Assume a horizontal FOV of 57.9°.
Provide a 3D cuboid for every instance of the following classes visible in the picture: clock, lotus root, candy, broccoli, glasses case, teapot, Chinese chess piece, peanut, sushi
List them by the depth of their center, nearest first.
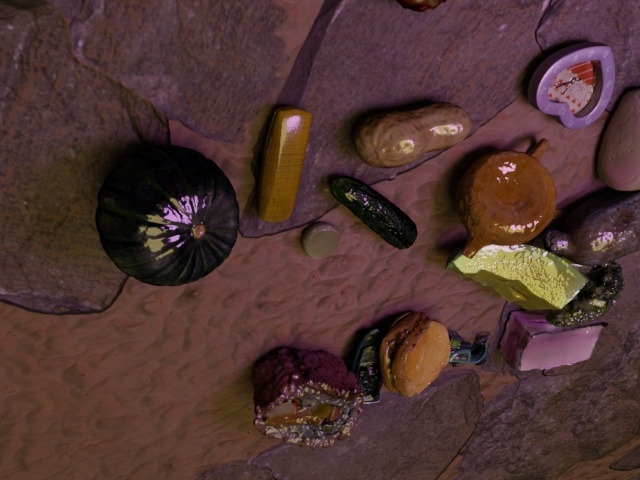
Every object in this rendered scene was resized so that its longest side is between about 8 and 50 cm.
[{"bbox_3d":[-0.073,-0.139,1.091,0.079,0.064,0.234,-2,123,-25],"label":"glasses case"},{"bbox_3d":[0.181,-0.204,1.115,0.236,0.120,0.110,-13,88,-6],"label":"peanut"},{"bbox_3d":[0.524,-0.332,1.200,0.198,0.064,0.172,18,115,-31],"label":"clock"},{"bbox_3d":[0.000,0.000,1.238,0.084,0.034,0.084,-12,128,-16],"label":"Chinese chess piece"},{"bbox_3d":[0.401,-0.093,1.265,0.203,0.167,0.311,34,80,6],"label":"teapot"},{"bbox_3d":[-0.043,0.378,1.397,0.270,0.171,0.236,21,113,-29],"label":"sushi"},{"bbox_3d":[0.705,-0.030,1.407,0.350,0.175,0.175,-25,129,-11],"label":"lotus root"},{"bbox_3d":[0.672,0.117,1.491,0.176,0.198,0.226,9,102,-14],"label":"broccoli"},{"bbox_3d":[0.653,0.273,1.636,0.265,0.116,0.155,-7,126,-18],"label":"candy"}]

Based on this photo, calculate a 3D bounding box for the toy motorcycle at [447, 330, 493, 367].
[{"bbox_3d":[0.405,0.300,1.594,0.173,0.058,0.100,9,113,-25],"label":"toy motorcycle"}]

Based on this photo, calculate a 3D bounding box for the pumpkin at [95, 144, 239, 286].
[{"bbox_3d":[-0.262,-0.042,1.001,0.250,0.216,0.249,-2,93,-35],"label":"pumpkin"}]

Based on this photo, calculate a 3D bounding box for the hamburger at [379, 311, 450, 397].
[{"bbox_3d":[0.235,0.281,1.437,0.214,0.108,0.213,-21,118,-45],"label":"hamburger"}]

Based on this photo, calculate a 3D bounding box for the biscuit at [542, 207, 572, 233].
[{"bbox_3d":[0.582,-0.047,1.450,0.147,0.018,0.071,9,116,-26],"label":"biscuit"}]

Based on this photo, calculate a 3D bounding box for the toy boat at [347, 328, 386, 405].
[{"bbox_3d":[0.122,0.322,1.468,0.093,0.103,0.246,1,119,-13],"label":"toy boat"}]

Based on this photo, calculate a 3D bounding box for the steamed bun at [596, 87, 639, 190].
[{"bbox_3d":[0.754,-0.221,1.314,0.170,0.152,0.238,-8,128,-18],"label":"steamed bun"}]

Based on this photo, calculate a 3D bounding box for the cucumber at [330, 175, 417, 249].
[{"bbox_3d":[0.111,-0.065,1.214,0.074,0.074,0.241,-46,126,12],"label":"cucumber"}]

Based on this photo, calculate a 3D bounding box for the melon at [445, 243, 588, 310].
[{"bbox_3d":[0.446,0.067,1.379,0.323,0.124,0.196,24,155,-19],"label":"melon"}]

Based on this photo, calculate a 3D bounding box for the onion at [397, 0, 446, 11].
[{"bbox_3d":[0.163,-0.438,0.951,0.119,0.118,0.117,-12,104,-14],"label":"onion"}]
